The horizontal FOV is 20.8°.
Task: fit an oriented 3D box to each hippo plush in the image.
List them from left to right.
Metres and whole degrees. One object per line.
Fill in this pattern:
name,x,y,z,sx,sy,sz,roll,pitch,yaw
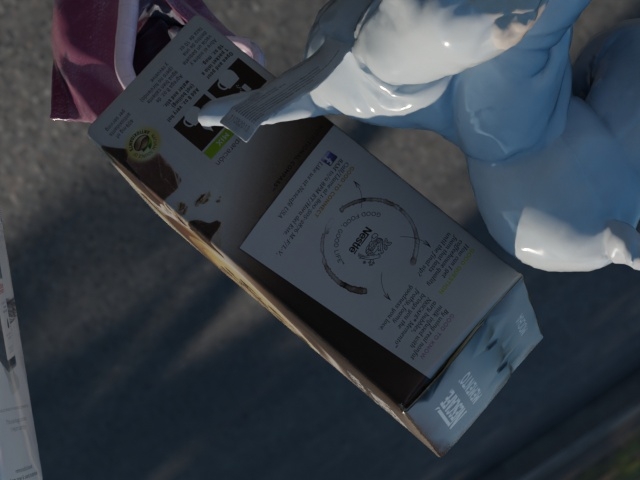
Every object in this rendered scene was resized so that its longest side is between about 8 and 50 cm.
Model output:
hippo plush,0.127,-0.086,1.016,0.294,0.236,0.234,-45,-167,-4

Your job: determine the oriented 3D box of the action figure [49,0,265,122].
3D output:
action figure,-0.208,-0.276,1.629,0.248,0.370,0.276,-16,-176,-5

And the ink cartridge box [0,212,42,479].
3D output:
ink cartridge box,-0.284,0.070,1.154,0.159,0.218,0.092,-10,176,7

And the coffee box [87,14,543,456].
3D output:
coffee box,0.000,0.000,1.202,0.119,0.297,0.168,-48,159,-6
